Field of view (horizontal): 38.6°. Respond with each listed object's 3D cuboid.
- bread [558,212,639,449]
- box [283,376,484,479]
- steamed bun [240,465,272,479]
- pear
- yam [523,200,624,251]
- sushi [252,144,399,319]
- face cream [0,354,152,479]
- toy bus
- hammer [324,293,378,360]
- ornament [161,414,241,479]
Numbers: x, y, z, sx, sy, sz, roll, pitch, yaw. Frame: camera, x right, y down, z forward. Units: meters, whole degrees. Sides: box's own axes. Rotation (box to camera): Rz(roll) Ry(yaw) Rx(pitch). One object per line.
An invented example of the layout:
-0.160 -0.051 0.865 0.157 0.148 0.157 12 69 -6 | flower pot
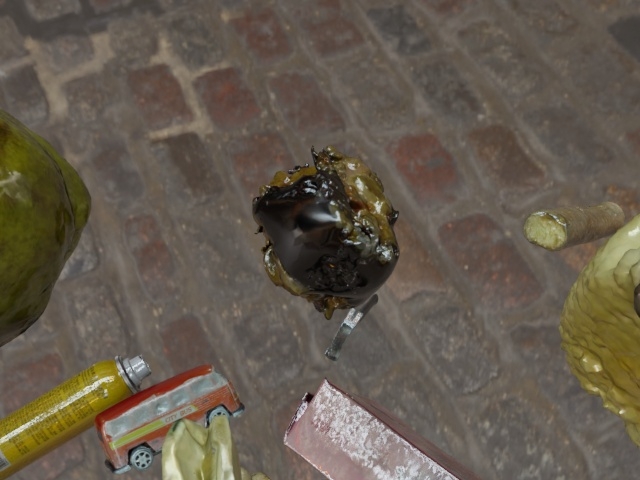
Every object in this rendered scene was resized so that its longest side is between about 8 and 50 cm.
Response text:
0.258 0.037 0.544 0.204 0.262 0.162 -37 30 -9 | bread
0.058 0.167 0.651 0.156 0.111 0.060 34 89 29 | box
-0.160 0.494 1.612 0.192 0.177 0.106 -33 56 1 | steamed bun
-0.447 -0.019 0.914 0.413 0.352 0.352 11 53 -18 | pear
0.461 -0.029 1.621 0.081 0.081 0.356 38 25 26 | yam
0.000 -0.005 1.288 0.204 0.213 0.200 -34 41 28 | sushi
-0.480 0.323 1.734 0.348 0.105 0.105 -31 58 -5 | face cream
-0.275 0.317 1.655 0.265 0.121 0.120 -24 96 -22 | toy bus
0.078 0.150 1.826 0.029 0.103 0.246 31 25 9 | hammer
-0.090 0.250 0.796 0.059 0.201 0.180 -9 71 -2 | ornament
